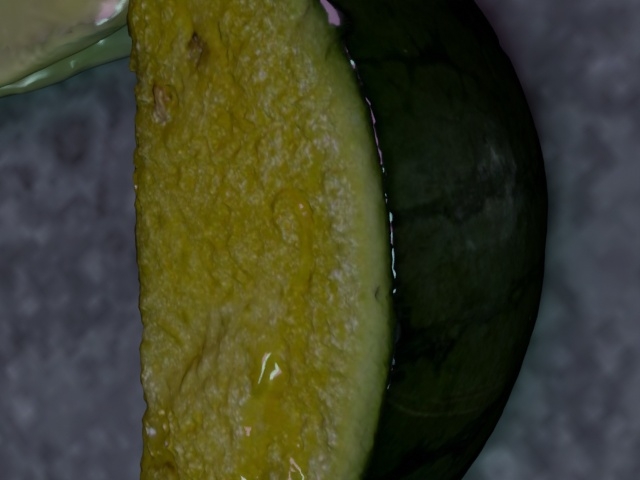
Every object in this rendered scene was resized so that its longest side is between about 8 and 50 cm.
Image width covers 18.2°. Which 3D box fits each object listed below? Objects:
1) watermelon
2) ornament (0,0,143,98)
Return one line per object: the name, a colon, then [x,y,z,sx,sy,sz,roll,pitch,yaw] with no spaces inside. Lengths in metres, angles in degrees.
watermelon: [0.010,-0.001,0.444,0.092,0.075,0.181,2,98,47]
ornament: [-0.123,-0.087,0.503,0.201,0.059,0.180,28,99,18]
